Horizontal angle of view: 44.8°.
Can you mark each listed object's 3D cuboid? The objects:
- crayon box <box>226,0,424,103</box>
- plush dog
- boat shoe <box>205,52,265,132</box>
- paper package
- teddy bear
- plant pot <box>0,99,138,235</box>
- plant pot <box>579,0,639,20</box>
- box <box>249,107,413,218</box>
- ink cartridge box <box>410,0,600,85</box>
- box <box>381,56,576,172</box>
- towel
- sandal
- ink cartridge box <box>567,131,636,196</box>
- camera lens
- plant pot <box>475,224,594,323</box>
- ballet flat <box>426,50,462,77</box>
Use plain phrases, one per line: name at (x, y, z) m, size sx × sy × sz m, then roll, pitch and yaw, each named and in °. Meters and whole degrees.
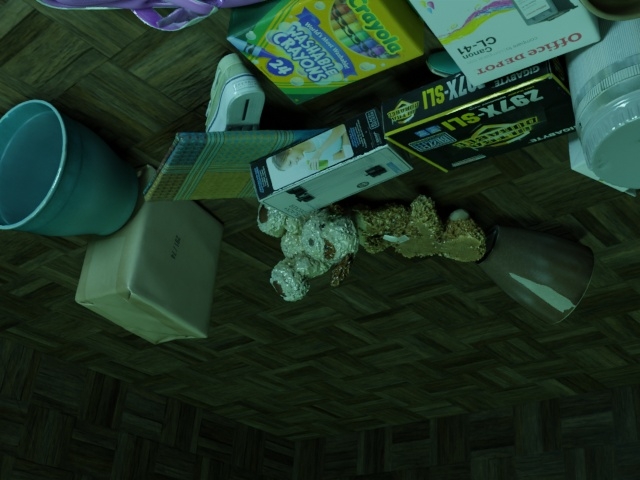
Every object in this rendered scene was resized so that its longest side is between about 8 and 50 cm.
crayon box at (0.031, -0.363, 1.307) m, size 0.323 × 0.083 × 0.203 m, roll -16°, pitch 145°, yaw 32°
plush dog at (0.000, 0.000, 1.855) m, size 0.225 × 0.262 × 0.210 m, roll -9°, pitch -177°, yaw 45°
boat shoe at (-0.171, -0.251, 1.526) m, size 0.109 × 0.094 × 0.302 m, roll -11°, pitch 161°, yaw -22°
paper package at (-0.392, 0.045, 1.853) m, size 0.168 × 0.325 × 0.309 m, roll -11°, pitch 148°, yaw 28°
teddy bear at (0.229, -0.033, 1.866) m, size 0.338 × 0.113 × 0.245 m, roll -3°, pitch 144°, yaw 29°
plant pot at (-0.541, -0.124, 1.657) m, size 0.272 × 0.271 × 0.255 m, roll -13°, pitch 159°, yaw 29°
plant pot at (0.430, -0.433, 1.059) m, size 0.237 × 0.109 × 0.237 m, roll -11°, pitch 138°, yaw -10°
box at (0.023, -0.149, 1.580) m, size 0.290 × 0.087 × 0.169 m, roll -21°, pitch 161°, yaw 18°
ink cartridge box at (0.261, -0.398, 1.164) m, size 0.226 × 0.131 × 0.306 m, roll -16°, pitch 144°, yaw 32°
box at (0.313, -0.235, 1.439) m, size 0.322 × 0.079 × 0.257 m, roll -16°, pitch 158°, yaw 32°
towel at (-0.156, -0.158, 1.611) m, size 0.370 × 0.040 × 0.271 m, roll -5°, pitch 158°, yaw -31°
sandal at (-0.259, -0.384, 1.247) m, size 0.416 × 0.102 × 0.169 m, roll 0°, pitch 174°, yaw 8°
ink cartridge box at (0.583, -0.168, 1.549) m, size 0.181 × 0.104 × 0.061 m, roll 18°, pitch 149°, yaw -24°
camera lens at (0.513, -0.249, 1.236) m, size 0.219 × 0.274 × 0.219 m, roll 2°, pitch 149°, yaw 1°
plant pot at (0.504, 0.059, 1.898) m, size 0.230 × 0.215 × 0.215 m, roll 26°, pitch 147°, yaw -7°
ballet flat at (0.274, -0.309, 1.398) m, size 0.168 × 0.057 × 0.052 m, roll 1°, pitch 160°, yaw 7°
